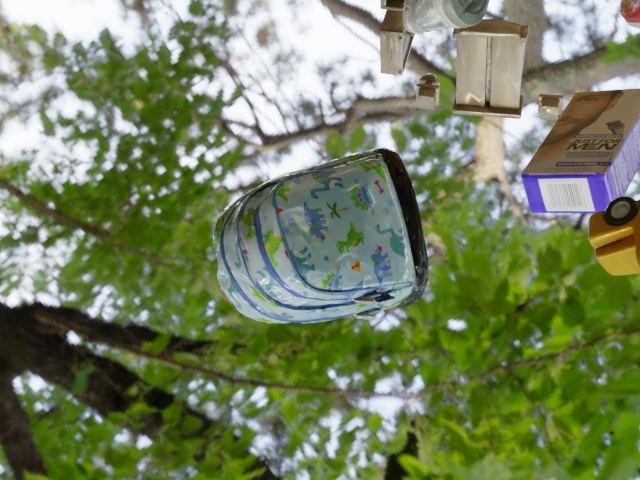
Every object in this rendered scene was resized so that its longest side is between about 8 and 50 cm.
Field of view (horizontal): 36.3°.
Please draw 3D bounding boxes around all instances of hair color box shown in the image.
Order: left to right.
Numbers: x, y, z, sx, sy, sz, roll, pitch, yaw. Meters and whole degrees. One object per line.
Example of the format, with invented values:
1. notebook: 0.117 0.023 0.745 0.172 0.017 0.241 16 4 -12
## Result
1. hair color box: 0.578 -0.194 2.067 0.185 0.110 0.339 2 -144 37

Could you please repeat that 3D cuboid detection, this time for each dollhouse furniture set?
1. dollhouse furniture set: 0.304 -0.413 1.887 0.355 0.303 0.174 7 -131 12

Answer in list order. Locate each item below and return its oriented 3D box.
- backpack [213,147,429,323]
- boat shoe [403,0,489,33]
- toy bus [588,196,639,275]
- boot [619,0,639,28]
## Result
1. backpack: 0.000 0.000 1.588 0.355 0.290 0.273 -10 176 -21
2. boat shoe: 0.183 -0.426 1.307 0.103 0.118 0.321 -3 -110 45
3. toy bus: 0.533 -0.014 1.306 0.332 0.108 0.130 -19 -133 33
4. boot: 0.321 -0.295 0.976 0.244 0.176 0.089 156 -46 -79
